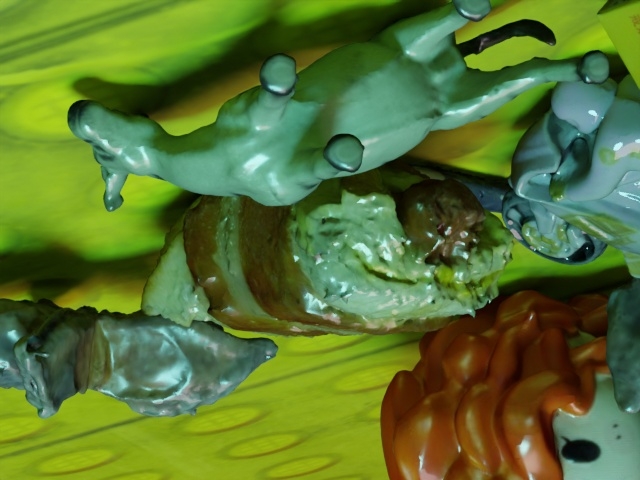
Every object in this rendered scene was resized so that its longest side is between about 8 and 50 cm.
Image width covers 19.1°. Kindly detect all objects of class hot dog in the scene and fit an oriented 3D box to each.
[{"bbox_3d":[0.000,0.000,1.014,0.213,0.103,0.146,-5,171,43],"label":"hot dog"}]

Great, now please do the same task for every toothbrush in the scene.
[{"bbox_3d":[0.138,-0.021,1.170,0.026,0.024,0.288,-10,169,40],"label":"toothbrush"}]

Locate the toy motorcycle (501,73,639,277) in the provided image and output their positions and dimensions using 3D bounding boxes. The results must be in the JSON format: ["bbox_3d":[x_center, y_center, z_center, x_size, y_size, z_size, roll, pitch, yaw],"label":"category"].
[{"bbox_3d":[0.180,-0.034,1.004,0.225,0.073,0.152,4,143,37],"label":"toy motorcycle"}]

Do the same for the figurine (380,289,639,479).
[{"bbox_3d":[0.253,0.162,1.330,0.411,0.241,0.306,12,-148,25],"label":"figurine"}]

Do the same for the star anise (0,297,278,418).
[{"bbox_3d":[-0.143,0.065,1.091,0.171,0.063,0.208,7,-177,42],"label":"star anise"}]

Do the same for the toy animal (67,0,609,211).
[{"bbox_3d":[0.003,-0.061,0.867,0.217,0.073,0.176,-19,-174,-18],"label":"toy animal"}]

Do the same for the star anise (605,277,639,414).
[{"bbox_3d":[0.260,0.006,1.196,0.257,0.110,0.198,-17,144,-47],"label":"star anise"}]

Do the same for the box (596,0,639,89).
[{"bbox_3d":[0.208,-0.092,0.866,0.155,0.087,0.023,-14,-157,48],"label":"box"}]
